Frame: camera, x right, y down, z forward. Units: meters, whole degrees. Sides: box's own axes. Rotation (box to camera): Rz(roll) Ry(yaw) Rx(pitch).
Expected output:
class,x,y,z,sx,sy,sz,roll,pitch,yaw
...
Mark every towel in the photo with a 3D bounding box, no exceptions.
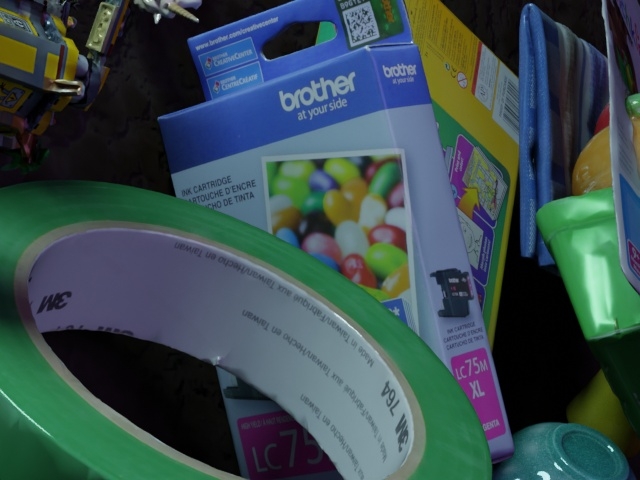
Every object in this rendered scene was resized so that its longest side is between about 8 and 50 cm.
class,x,y,z,sx,sy,sz,roll,pitch,yaw
towel,0.214,-0.064,1.557,0.285,0.034,0.209,16,72,-66

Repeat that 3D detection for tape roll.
class,x,y,z,sx,sy,sz,roll,pitch,yaw
tape roll,-0.066,0.087,1.032,0.321,0.077,0.321,22,25,-11

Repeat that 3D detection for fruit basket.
class,x,y,z,sx,sy,sz,roll,pitch,yaw
fruit basket,0.273,-0.033,1.446,0.327,0.165,0.353,56,33,-47

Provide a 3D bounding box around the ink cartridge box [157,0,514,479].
class,x,y,z,sx,sy,sz,roll,pitch,yaw
ink cartridge box,0.000,0.000,1.213,0.065,0.186,0.311,-8,85,-51

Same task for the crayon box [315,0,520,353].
class,x,y,z,sx,sy,sz,roll,pitch,yaw
crayon box,0.060,-0.035,1.387,0.165,0.081,0.278,39,50,-38

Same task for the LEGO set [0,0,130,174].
class,x,y,z,sx,sy,sz,roll,pitch,yaw
LEGO set,-0.161,-0.179,1.023,0.192,0.255,0.331,17,69,-48

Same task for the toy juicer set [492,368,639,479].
class,x,y,z,sx,sy,sz,roll,pitch,yaw
toy juicer set,0.210,0.214,1.440,0.209,0.089,0.329,41,34,21

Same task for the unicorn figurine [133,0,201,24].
class,x,y,z,sx,sy,sz,roll,pitch,yaw
unicorn figurine,-0.097,-0.199,1.272,0.111,0.060,0.162,-10,70,-52
